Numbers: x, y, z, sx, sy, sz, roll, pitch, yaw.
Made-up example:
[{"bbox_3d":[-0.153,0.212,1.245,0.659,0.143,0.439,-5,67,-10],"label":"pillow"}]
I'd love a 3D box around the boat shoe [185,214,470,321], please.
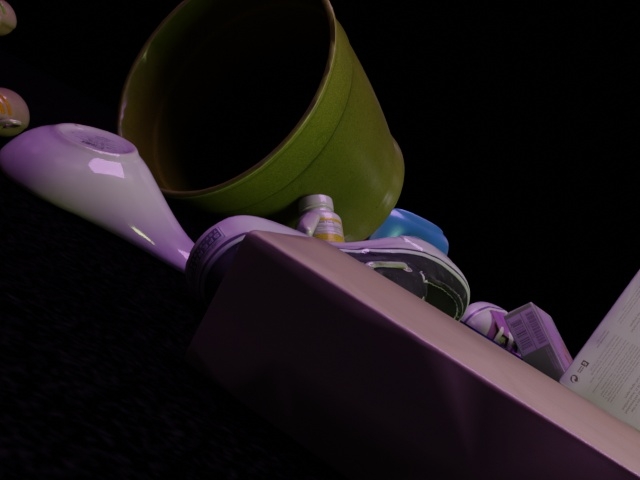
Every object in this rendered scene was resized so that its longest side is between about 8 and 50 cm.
[{"bbox_3d":[0.035,0.053,0.784,0.301,0.108,0.102,15,20,-45],"label":"boat shoe"}]

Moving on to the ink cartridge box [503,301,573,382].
[{"bbox_3d":[0.368,0.200,1.482,0.235,0.056,0.171,27,37,-58],"label":"ink cartridge box"}]

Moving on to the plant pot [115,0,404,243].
[{"bbox_3d":[-0.052,-0.152,1.447,0.366,0.366,0.353,33,-4,40],"label":"plant pot"}]

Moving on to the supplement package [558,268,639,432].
[{"bbox_3d":[0.463,0.207,1.197,0.262,0.199,0.198,32,-17,29],"label":"supplement package"}]

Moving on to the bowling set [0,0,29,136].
[{"bbox_3d":[-0.383,-0.241,0.921,0.287,0.200,0.154,26,4,-5],"label":"bowling set"}]

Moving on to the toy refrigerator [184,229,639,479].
[{"bbox_3d":[0.066,0.101,0.520,0.269,0.094,0.102,31,9,22],"label":"toy refrigerator"}]

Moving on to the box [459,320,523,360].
[{"bbox_3d":[0.167,0.126,1.475,0.322,0.058,0.232,34,4,27],"label":"box"}]

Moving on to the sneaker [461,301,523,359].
[{"bbox_3d":[0.352,0.202,1.679,0.282,0.102,0.161,28,7,-43],"label":"sneaker"}]

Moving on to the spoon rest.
[{"bbox_3d":[-0.143,-0.028,0.823,0.276,0.084,0.137,20,17,3],"label":"spoon rest"}]

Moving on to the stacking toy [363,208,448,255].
[{"bbox_3d":[0.097,0.029,1.894,0.175,0.166,0.302,25,-10,-26],"label":"stacking toy"}]

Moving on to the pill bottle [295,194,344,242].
[{"bbox_3d":[0.000,0.000,1.290,0.065,0.065,0.116,27,48,-50],"label":"pill bottle"}]

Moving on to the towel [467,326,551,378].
[{"bbox_3d":[0.190,0.169,0.868,0.227,0.076,0.308,34,5,7],"label":"towel"}]
